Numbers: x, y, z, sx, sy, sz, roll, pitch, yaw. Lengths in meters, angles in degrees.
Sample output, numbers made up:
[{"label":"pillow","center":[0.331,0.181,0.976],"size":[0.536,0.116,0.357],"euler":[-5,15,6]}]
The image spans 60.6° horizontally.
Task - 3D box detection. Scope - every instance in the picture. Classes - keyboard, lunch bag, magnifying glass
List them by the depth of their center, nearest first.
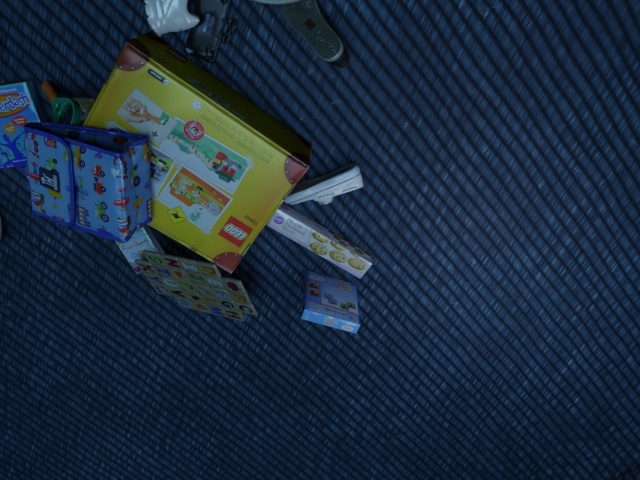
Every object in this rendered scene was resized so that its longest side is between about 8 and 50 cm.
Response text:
[{"label":"lunch bag","center":[-0.555,-0.146,1.267],"size":[0.293,0.138,0.220],"euler":[12,120,9]},{"label":"keyboard","center":[-0.259,-0.522,1.329],"size":[0.108,0.023,0.180],"euler":[22,116,-3]},{"label":"magnifying glass","center":[-0.637,-0.328,1.335],"size":[0.026,0.231,0.092],"euler":[14,117,-48]}]

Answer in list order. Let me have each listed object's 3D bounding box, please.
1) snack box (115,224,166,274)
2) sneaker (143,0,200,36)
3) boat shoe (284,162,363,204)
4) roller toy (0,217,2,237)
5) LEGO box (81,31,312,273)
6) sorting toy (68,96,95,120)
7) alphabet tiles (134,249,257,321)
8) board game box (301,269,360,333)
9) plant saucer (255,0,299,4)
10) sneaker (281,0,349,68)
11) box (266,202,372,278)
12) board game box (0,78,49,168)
[{"label":"snack box","center":[-0.525,0.022,1.601],"size":[0.100,0.037,0.141],"euler":[-20,115,9]},{"label":"sneaker","center":[-0.351,-0.624,1.244],"size":[0.129,0.111,0.297],"euler":[-9,121,-10]},{"label":"boat shoe","center":[0.009,-0.133,1.490],"size":[0.226,0.083,0.075],"euler":[-20,114,10]},{"label":"roller toy","center":[-0.974,-0.042,1.490],"size":[0.146,0.209,0.191],"euler":[-3,152,2]},{"label":"LEGO box","center":[-0.327,-0.211,1.391],"size":[0.500,0.193,0.372],"euler":[33,113,-15]},{"label":"sorting toy","center":[-0.630,-0.342,1.429],"size":[0.083,0.012,0.062],"euler":[3,118,-1]},{"label":"alphabet tiles","center":[-0.356,0.134,1.567],"size":[0.343,0.011,0.285],"euler":[10,144,19]},{"label":"board game box","center":[0.028,0.171,1.575],"size":[0.160,0.211,0.039],"euler":[16,117,-7]},{"label":"plant saucer","center":[-0.108,-0.712,1.149],"size":[0.401,0.100,0.400],"euler":[4,114,9]},{"label":"sneaker","center":[-0.014,-0.505,1.309],"size":[0.083,0.118,0.222],"euler":[-33,83,13]},{"label":"box","center":[0.000,0.000,1.570],"size":[0.324,0.063,0.067],"euler":[31,112,-14]},{"label":"board game box","center":[-0.795,-0.302,1.432],"size":[0.160,0.047,0.210],"euler":[-8,116,5]}]
